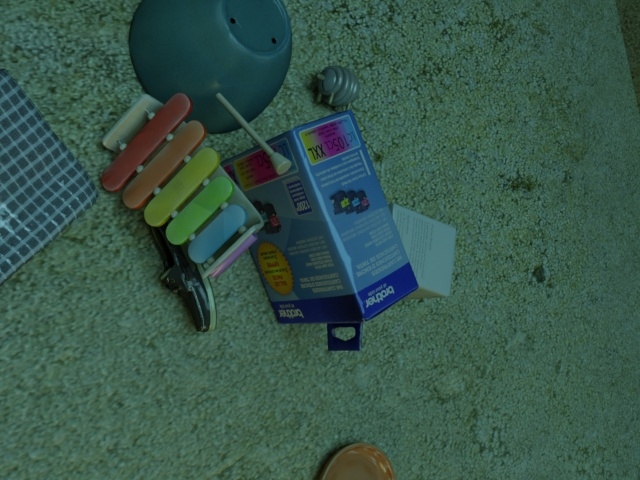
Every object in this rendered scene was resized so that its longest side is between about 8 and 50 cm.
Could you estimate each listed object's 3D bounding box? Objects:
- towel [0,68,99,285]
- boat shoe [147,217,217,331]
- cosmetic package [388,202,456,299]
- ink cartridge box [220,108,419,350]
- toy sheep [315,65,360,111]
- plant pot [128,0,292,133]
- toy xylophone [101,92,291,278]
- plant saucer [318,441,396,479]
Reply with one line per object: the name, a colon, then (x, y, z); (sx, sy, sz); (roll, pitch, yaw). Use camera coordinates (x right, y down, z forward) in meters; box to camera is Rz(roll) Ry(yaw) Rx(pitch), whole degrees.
towel: (-0.469, -0.066, 0.903); (0.235, 0.121, 0.283); (59, 46, -28)
boat shoe: (-0.238, 0.054, 1.125); (0.073, 0.080, 0.223); (-15, 86, -32)
cosmetic package: (0.160, 0.029, 1.375); (0.184, 0.151, 0.151); (20, 72, -32)
ink cartridge box: (0.000, 0.000, 1.186); (0.151, 0.270, 0.395); (-28, 99, -35)
toy sheep: (0.034, -0.319, 1.381); (0.132, 0.091, 0.091); (12, 75, -54)
plant pot: (-0.162, -0.354, 1.170); (0.290, 0.195, 0.290); (6, 79, -36)
toy xylophone: (-0.197, -0.108, 1.059); (0.323, 0.236, 0.081); (42, 10, 18)
plant saucer: (0.067, 0.497, 1.301); (0.200, 0.037, 0.200); (7, 79, -37)
